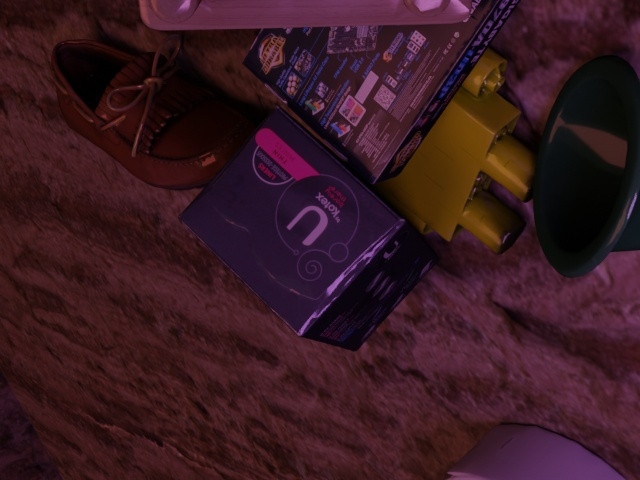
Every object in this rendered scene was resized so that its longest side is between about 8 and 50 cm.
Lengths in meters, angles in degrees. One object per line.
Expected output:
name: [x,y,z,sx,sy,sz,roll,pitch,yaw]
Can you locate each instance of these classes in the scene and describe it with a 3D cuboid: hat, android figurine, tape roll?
hat: [0.291,-0.036,0.899,0.208,0.184,0.173,-94,19,-44]
android figurine: [0.093,-0.110,1.074,0.273,0.056,0.248,41,148,20]
tape roll: [0.259,0.348,1.269,0.286,0.100,0.286,36,146,29]

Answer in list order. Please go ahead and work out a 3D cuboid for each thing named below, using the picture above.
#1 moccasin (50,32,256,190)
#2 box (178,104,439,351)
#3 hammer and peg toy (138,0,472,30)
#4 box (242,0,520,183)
moccasin: [-0.213,-0.170,1.381,0.380,0.139,0.147,34,155,46]
box: [0.000,0.000,1.111,0.165,0.143,0.270,43,-178,14]
hammer and peg toy: [0.039,-0.287,0.808,0.127,0.361,0.266,-85,-7,-66]
box: [0.050,-0.186,0.973,0.175,0.051,0.220,44,122,17]
